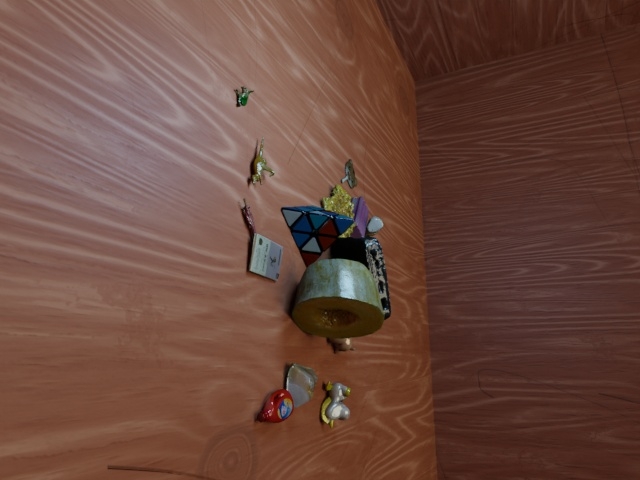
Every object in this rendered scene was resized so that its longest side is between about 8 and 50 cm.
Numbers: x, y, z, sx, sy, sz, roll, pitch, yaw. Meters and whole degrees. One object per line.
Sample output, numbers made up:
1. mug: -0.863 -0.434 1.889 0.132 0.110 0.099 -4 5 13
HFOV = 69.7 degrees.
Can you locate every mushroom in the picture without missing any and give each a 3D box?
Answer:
1. mushroom: 0.278 -0.074 2.410 0.223 0.081 0.092 104 -2 -86

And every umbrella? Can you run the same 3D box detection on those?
1. umbrella: -0.226 -0.058 1.483 0.027 0.025 0.165 -76 154 -67

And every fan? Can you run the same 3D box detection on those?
1. fan: 0.144 -0.326 2.350 0.226 0.008 0.152 -46 126 -60

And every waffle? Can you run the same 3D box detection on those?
1. waffle: 0.083 -0.131 2.109 0.291 0.051 0.291 21 64 -54

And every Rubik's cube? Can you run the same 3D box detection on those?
1. Rubik's cube: 0.000 0.000 1.800 0.284 0.250 0.234 -16 118 -69

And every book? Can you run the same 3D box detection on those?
1. book: -0.180 0.060 1.539 0.182 0.014 0.127 35 60 -61

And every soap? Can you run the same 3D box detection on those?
1. soap: 0.188 -0.112 2.321 0.122 0.065 0.203 61 33 -40

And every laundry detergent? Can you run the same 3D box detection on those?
1. laundry detergent: -0.147 0.537 1.469 0.165 0.049 0.097 8 70 -63

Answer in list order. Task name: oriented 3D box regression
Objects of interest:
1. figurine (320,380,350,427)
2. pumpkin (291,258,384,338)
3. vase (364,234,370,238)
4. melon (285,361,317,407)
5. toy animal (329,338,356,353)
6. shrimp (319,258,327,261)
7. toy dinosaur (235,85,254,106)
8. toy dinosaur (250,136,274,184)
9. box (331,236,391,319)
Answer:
1. figurine: 0.058 0.661 1.841 0.129 0.109 0.178 27 56 -30
2. pumpkin: 0.071 0.211 1.699 0.332 0.332 0.199 57 31 -43
3. vase: 0.250 0.094 2.370 0.115 0.115 0.237 -47 121 -58
4. melon: -0.065 0.485 1.611 0.139 0.093 0.202 67 24 -15
5. toy animal: 0.082 0.424 1.950 0.150 0.083 0.089 49 53 -32
6. shrimp: 0.026 0.164 1.934 0.161 0.049 0.166 54 39 -42
7. toy dinosaur: -0.253 -0.485 1.543 0.119 0.029 0.060 -59 152 -60
8. toy dinosaur: -0.211 -0.268 1.553 0.126 0.039 0.162 -27 107 -62
9. box: 0.162 0.155 1.938 0.091 0.350 0.359 -11 94 -24
